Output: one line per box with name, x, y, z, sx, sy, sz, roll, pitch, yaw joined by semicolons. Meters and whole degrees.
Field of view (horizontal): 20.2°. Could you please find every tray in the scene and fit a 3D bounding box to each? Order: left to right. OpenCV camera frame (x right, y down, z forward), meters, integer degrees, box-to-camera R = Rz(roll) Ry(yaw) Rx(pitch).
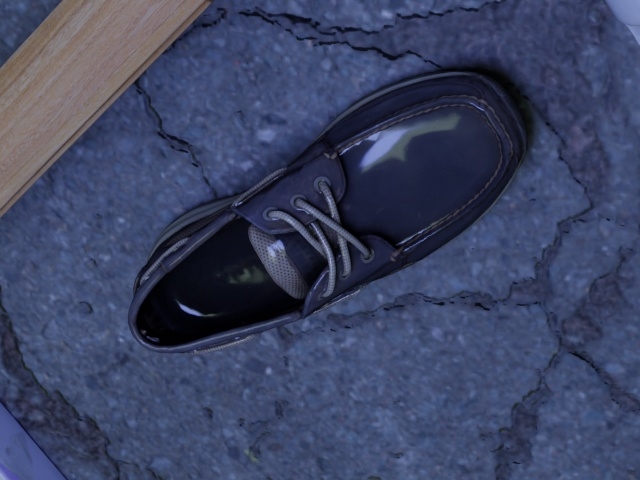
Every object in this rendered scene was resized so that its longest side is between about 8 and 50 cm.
tray;-0.193;-0.107;1.306;0.076;0.203;0.411;45;122;-9

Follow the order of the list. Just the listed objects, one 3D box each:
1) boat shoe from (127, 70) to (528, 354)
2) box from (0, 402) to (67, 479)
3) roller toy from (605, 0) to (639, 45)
boat shoe;0.000;0.000;1.339;0.355;0.130;0.132;-32;103;30
box;-0.274;0.218;1.591;0.067;0.063;0.324;-33;103;29
roller toy;0.271;-0.183;1.113;0.191;0.209;0.146;-21;110;41
